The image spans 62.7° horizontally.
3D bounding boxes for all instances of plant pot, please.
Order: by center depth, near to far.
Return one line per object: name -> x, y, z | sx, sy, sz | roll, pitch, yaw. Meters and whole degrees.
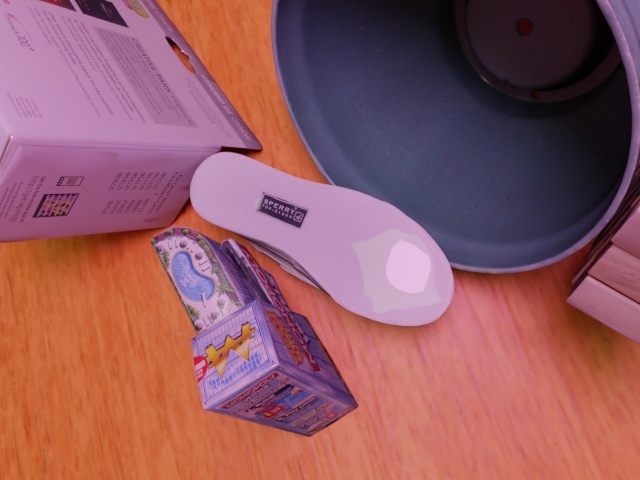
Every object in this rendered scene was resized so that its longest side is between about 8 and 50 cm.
plant pot -> 0.132, -0.147, 0.426 | 0.293, 0.293, 0.196 | 39, 59, 17

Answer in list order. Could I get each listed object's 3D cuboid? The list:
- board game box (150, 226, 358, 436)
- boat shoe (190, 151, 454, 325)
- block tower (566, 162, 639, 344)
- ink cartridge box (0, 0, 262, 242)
board game box -> -0.055, 0.072, 0.433 | 0.060, 0.194, 0.194 | -33, 73, 2
boat shoe -> 0.000, 0.000, 0.494 | 0.267, 0.088, 0.096 | 22, 86, 21
block tower -> 0.284, -0.054, 0.369 | 0.097, 0.091, 0.335 | 33, 54, 17
ink cartridge box -> -0.253, -0.162, 0.539 | 0.130, 0.272, 0.309 | -46, 69, 30
